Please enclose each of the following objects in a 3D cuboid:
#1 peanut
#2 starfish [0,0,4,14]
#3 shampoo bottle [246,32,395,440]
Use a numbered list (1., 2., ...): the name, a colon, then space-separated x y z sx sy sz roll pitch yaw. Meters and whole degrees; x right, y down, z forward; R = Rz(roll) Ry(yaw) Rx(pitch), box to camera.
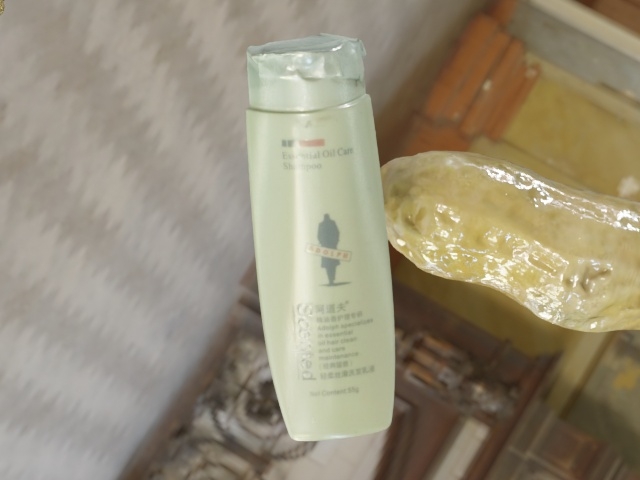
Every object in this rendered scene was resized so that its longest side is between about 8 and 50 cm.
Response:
1. peanut: 0.134 -0.001 0.858 0.099 0.214 0.099 -156 -90 -84
2. starfish: -0.374 -0.245 1.334 0.190 0.146 0.074 -49 -152 18
3. shampoo bottle: 0.000 0.000 0.737 0.049 0.072 0.212 -108 -169 -74
